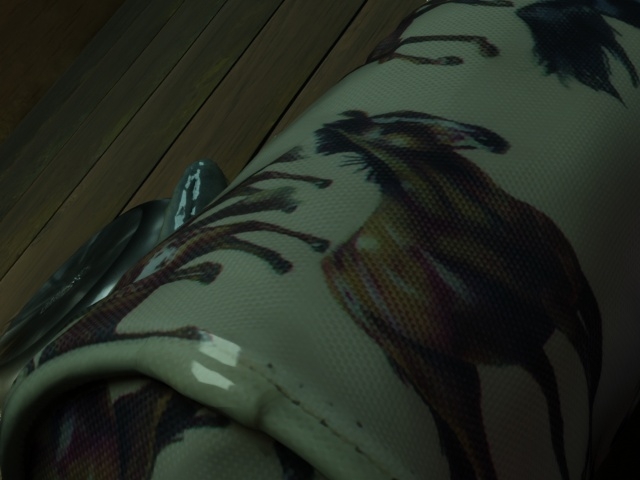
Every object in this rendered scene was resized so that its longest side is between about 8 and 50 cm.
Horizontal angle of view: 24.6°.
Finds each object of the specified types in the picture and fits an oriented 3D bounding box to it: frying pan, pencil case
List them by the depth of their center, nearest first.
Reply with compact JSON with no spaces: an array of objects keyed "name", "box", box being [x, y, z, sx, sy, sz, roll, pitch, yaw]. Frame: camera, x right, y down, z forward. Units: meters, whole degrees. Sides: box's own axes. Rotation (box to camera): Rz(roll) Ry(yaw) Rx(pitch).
[{"name":"pencil case","box":[0.060,0.007,0.513,0.410,0.160,0.183,-47,-23,-48]},{"name":"frying pan","box":[-0.152,0.080,0.830,0.197,0.053,0.326,-33,19,35]}]

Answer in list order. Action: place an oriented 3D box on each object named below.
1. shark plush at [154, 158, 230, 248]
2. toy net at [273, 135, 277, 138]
[{"name":"shark plush","box":[-0.060,0.050,0.516,0.067,0.073,0.161,87,-155,-53]},{"name":"toy net","box":[0.000,0.000,0.885,0.045,0.122,0.232,-15,14,5]}]
